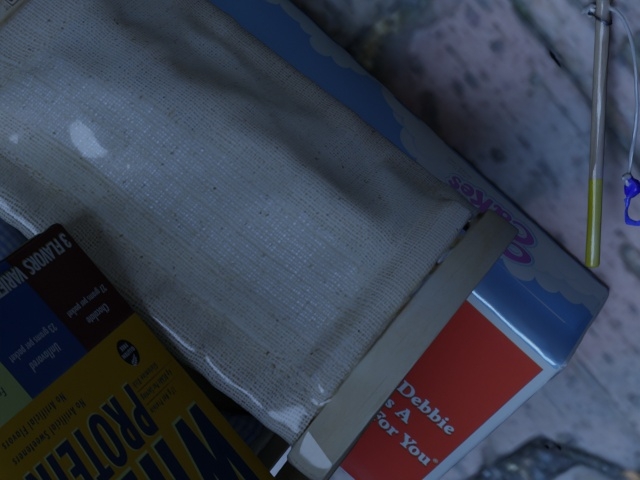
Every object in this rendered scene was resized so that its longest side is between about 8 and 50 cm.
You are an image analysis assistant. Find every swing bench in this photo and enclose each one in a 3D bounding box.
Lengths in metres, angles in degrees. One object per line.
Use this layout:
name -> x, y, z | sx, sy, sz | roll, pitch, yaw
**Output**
swing bench -> -0.090, 0.028, 0.853 | 0.253, 0.165, 0.254 | 37, 126, 6

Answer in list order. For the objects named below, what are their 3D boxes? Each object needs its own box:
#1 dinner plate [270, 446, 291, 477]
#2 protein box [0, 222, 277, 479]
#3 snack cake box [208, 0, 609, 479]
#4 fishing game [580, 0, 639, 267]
dinner plate -> -0.063, 0.123, 1.095 | 0.141, 0.017, 0.141 | 12, 120, 21
protein box -> -0.136, 0.143, 0.752 | 0.200, 0.136, 0.201 | -38, 93, 31
snack cake box -> 0.000, 0.000, 0.949 | 0.264, 0.089, 0.152 | 43, 126, 1
fishing game -> 0.242, -0.030, 0.816 | 0.264, 0.041, 0.189 | 3, 101, 34
